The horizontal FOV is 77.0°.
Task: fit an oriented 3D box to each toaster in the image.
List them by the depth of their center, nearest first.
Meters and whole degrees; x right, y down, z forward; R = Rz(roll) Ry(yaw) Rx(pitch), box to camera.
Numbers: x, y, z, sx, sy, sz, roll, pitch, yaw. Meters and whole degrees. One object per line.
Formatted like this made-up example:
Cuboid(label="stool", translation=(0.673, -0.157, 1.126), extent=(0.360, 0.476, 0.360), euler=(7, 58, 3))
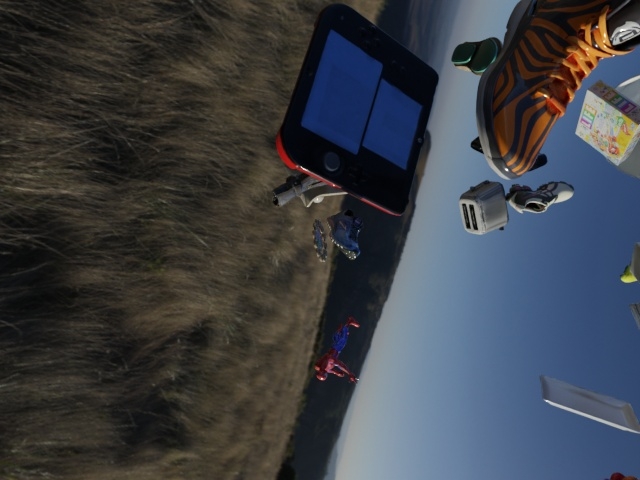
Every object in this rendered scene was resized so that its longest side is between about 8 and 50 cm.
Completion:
Cuboid(label="toaster", translation=(0.655, -0.120, 1.616), extent=(0.129, 0.146, 0.227), euler=(27, -43, 65))

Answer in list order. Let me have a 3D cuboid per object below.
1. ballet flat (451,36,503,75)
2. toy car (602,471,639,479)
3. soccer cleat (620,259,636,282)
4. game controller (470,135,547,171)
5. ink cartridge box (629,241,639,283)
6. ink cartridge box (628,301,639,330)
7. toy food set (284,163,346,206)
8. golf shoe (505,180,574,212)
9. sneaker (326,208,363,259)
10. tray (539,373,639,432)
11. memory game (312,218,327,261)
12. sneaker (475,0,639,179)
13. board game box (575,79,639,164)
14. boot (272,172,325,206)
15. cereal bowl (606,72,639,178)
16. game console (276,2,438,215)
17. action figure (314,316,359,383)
Cuboid(label="ballet flat", translation=(0.496, -0.542, 1.199), extent=(0.316, 0.106, 0.107), euler=(-95, -156, -59))
Cuboid(label="toy car", translation=(1.068, 0.908, 1.430), extent=(0.136, 0.159, 0.182), euler=(-89, -159, -60))
Cuboid(label="soccer cleat", translation=(1.365, 0.121, 1.656), extent=(0.093, 0.289, 0.121), euler=(95, -29, -43))
Cuboid(label="game controller", translation=(0.821, -0.390, 1.765), extent=(0.319, 0.166, 0.067), euler=(47, -37, 44))
Cuboid(label="ink cartridge box", translation=(1.211, 0.124, 1.324), extent=(0.307, 0.223, 0.129), euler=(-53, 141, -60))
Cuboid(label="ink cartridge box", translation=(1.010, 0.235, 1.214), extent=(0.150, 0.063, 0.109), euler=(31, 45, -66))
Cuboid(label="toy food set", translation=(0.045, -0.225, 1.516), extent=(0.220, 0.306, 0.092), euler=(62, -34, 32))
Cuboid(label="golf shoe", translation=(0.870, -0.158, 1.577), extent=(0.105, 0.272, 0.120), euler=(88, -5, -48))
Cuboid(label="sneaker", translation=(0.061, -0.024, 0.896), extent=(0.063, 0.073, 0.162), euler=(44, 17, -33))
Cuboid(label="tray", translation=(0.851, 0.525, 1.291), extent=(0.145, 0.270, 0.030), euler=(-31, 133, -62))
Cuboid(label="memory game", translation=(0.000, 0.000, 1.674), extent=(0.186, 0.012, 0.186), euler=(-10, 90, -75))
Cuboid(label="sneaker", translation=(0.333, -0.240, 0.542), extent=(0.180, 0.124, 0.321), euler=(0, -112, 55))
Cuboid(label="board game box", translation=(0.522, -0.209, 0.728), extent=(0.026, 0.103, 0.154), euler=(-40, 152, 10))
Cuboid(label="boot", translation=(-0.052, -0.180, 1.263), extent=(0.229, 0.091, 0.263), euler=(-33, 174, -1))
Cuboid(label="cereal bowl", translation=(1.026, -0.353, 1.192), extent=(0.141, 0.339, 0.339), euler=(-30, 151, -19))
Cuboid(label="game console", translation=(0.099, -0.287, 0.891), extent=(0.060, 0.342, 0.387), euler=(-8, -117, 66))
Cuboid(label="action figure", translation=(0.076, 0.382, 1.317), extent=(0.091, 0.139, 0.280), euler=(-47, 176, 33))
